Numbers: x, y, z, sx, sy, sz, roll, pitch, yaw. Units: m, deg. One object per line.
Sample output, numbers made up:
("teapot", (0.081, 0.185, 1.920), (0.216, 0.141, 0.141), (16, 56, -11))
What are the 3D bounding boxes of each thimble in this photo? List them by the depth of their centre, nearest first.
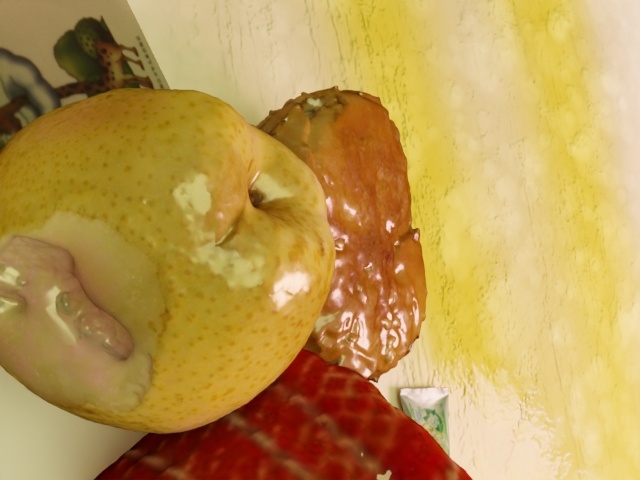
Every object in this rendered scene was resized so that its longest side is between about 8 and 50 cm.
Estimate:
("thimble", (-0.024, 0.282, 0.610), (0.230, 0.350, 0.350), (-34, 99, -30))

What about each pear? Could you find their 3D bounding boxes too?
("pear", (-0.121, 0.011, 0.537), (0.271, 0.271, 0.271), (5, 79, -30))

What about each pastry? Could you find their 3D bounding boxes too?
("pastry", (0.000, 0.000, 0.766), (0.255, 0.162, 0.311), (-21, 104, -53))

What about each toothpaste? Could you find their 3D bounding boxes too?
("toothpaste", (0.130, 0.326, 0.862), (0.074, 0.048, 0.297), (6, 75, -27))

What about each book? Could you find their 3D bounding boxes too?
("book", (-0.257, -0.082, 0.628), (0.371, 0.043, 0.260), (-36, 104, -50))
